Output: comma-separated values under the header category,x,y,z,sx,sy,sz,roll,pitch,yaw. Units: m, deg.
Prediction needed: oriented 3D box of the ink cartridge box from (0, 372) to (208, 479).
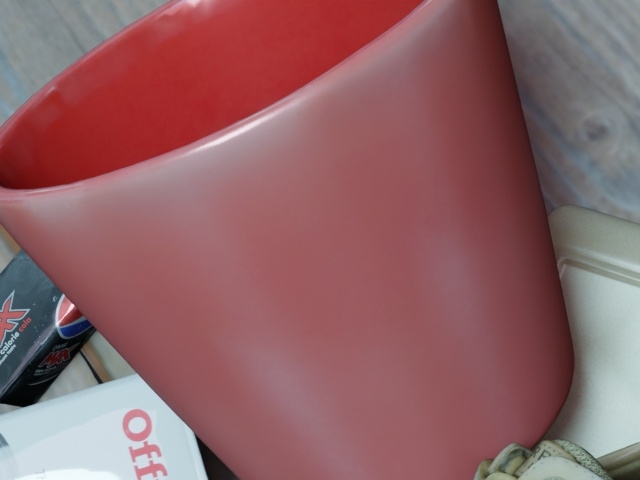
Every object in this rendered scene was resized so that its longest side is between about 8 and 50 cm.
category,x,y,z,sx,sy,sz,roll,pitch,yaw
ink cartridge box,-0.183,0.210,0.745,0.272,0.115,0.198,-17,76,-5

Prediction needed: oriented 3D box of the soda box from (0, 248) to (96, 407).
category,x,y,z,sx,sy,sz,roll,pitch,yaw
soda box,-0.163,0.026,0.837,0.060,0.053,0.169,39,89,17

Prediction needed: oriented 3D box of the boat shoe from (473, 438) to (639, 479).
category,x,y,z,sx,sy,sz,roll,pitch,yaw
boat shoe,0.107,0.145,0.610,0.341,0.121,0.110,-14,97,-16

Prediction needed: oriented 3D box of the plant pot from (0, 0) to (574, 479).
category,x,y,z,sx,sy,sz,roll,pitch,yaw
plant pot,0.000,0.000,0.678,0.274,0.275,0.243,-25,114,6

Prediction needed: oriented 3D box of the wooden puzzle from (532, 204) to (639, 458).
category,x,y,z,sx,sy,sz,roll,pitch,yaw
wooden puzzle,0.196,0.116,0.740,0.220,0.044,0.239,19,79,23
